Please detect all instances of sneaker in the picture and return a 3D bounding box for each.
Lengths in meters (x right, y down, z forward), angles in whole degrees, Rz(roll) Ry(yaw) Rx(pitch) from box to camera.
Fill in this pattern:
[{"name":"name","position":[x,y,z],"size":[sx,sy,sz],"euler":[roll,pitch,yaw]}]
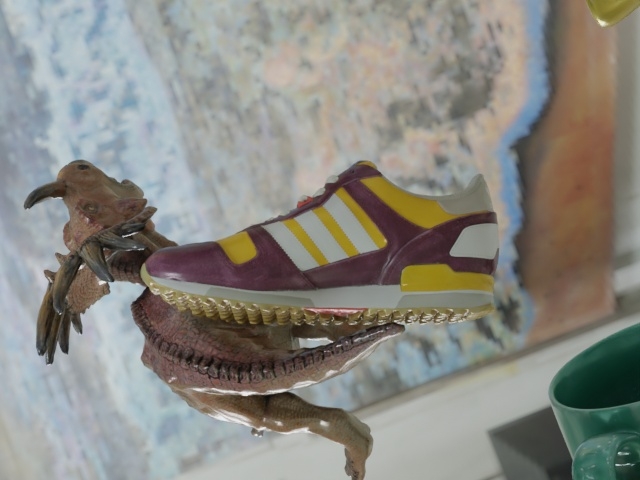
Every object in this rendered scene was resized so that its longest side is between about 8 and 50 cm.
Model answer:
[{"name":"sneaker","position":[0.000,0.000,0.832],"size":[0.069,0.186,0.083],"euler":[99,173,-80]}]

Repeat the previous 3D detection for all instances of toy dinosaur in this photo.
[{"name":"toy dinosaur","position":[-0.071,0.048,0.935],"size":[0.127,0.200,0.296],"euler":[-67,24,0]}]

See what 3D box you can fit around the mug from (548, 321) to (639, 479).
[{"name":"mug","position":[0.193,0.112,0.882],"size":[0.097,0.158,0.129],"euler":[66,165,-12]}]

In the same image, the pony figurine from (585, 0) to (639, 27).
[{"name":"pony figurine","position":[0.298,-0.206,0.756],"size":[0.351,0.363,0.302],"euler":[58,-149,-33]}]
